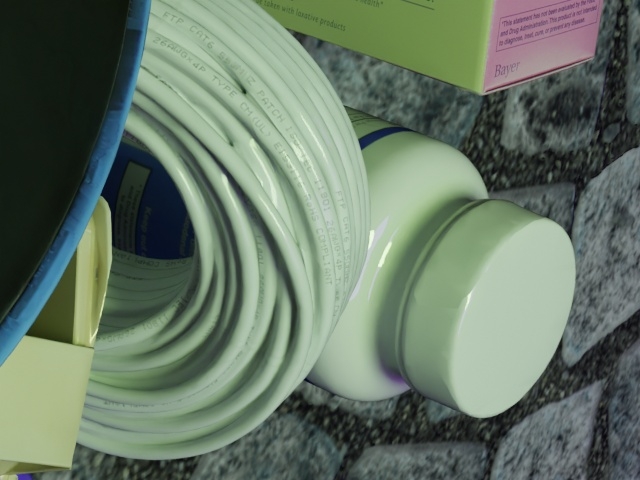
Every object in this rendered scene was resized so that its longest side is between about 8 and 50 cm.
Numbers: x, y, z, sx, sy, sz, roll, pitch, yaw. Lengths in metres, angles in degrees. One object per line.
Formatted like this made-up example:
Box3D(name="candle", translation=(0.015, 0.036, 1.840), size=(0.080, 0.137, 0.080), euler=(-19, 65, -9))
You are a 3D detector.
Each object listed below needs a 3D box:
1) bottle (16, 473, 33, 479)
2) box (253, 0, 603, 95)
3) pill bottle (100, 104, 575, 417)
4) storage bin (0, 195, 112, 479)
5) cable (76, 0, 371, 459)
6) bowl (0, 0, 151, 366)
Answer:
Box3D(name="bottle", translation=(-0.175, 0.214, 1.013), size=(0.092, 0.118, 0.283), euler=(-49, 141, -25))
Box3D(name="box", translation=(0.052, -0.232, 0.983), size=(0.117, 0.213, 0.243), euler=(-22, 124, -46))
Box3D(name="pill bottle", translation=(0.000, 0.000, 0.992), size=(0.152, 0.272, 0.152), euler=(-30, 131, -41))
Box3D(name="storage bin", translation=(-0.255, 0.005, 0.646), size=(0.262, 0.260, 0.123), euler=(19, 80, -55))
Box3D(name="cable", translation=(-0.103, -0.019, 0.868), size=(0.089, 0.257, 0.257), euler=(-52, 164, -54))
Box3D(name="bowl", translation=(-0.182, -0.097, 0.437), size=(0.391, 0.077, 0.391), euler=(-11, 103, -54))
